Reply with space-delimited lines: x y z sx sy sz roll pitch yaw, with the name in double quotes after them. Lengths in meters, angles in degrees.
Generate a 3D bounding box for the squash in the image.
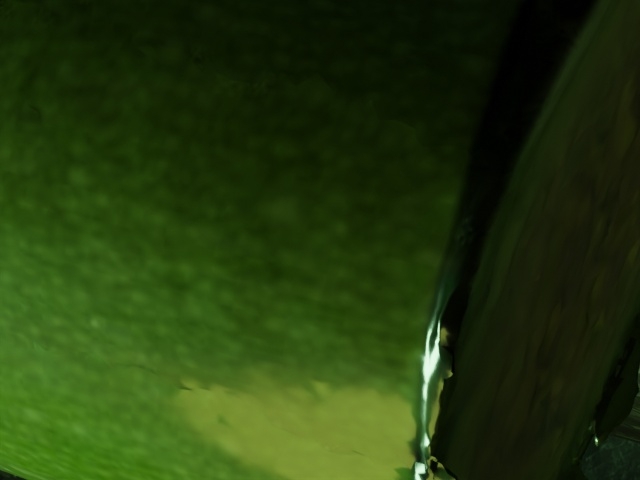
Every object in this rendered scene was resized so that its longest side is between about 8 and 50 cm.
-0.073 -0.044 0.532 0.384 0.263 0.263 16 172 24 "squash"
